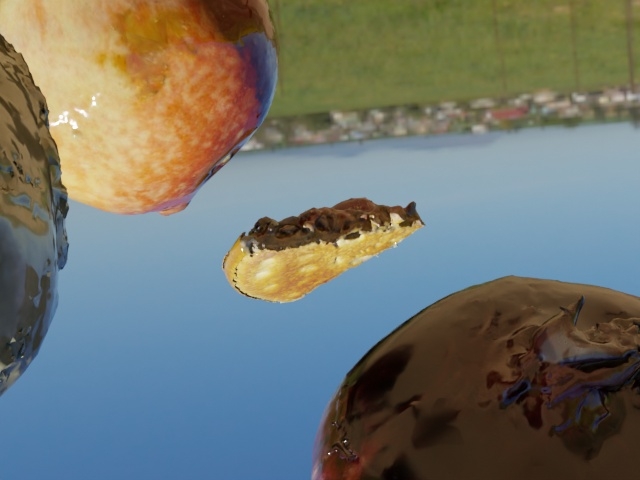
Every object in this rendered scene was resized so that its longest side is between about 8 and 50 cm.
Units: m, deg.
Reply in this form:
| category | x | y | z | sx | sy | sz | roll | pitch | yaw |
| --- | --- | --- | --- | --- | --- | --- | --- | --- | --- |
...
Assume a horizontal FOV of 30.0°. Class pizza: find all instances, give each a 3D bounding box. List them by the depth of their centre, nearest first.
| category | x | y | z | sx | sy | sz | roll | pitch | yaw |
| --- | --- | --- | --- | --- | --- | --- | --- | --- | --- |
| pizza | 0.000 | 0.000 | 1.129 | 0.193 | 0.053 | 0.201 | -17 | 163 | -5 |

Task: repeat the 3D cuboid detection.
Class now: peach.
| category | x | y | z | sx | sy | sz | roll | pitch | yaw |
| --- | --- | --- | --- | --- | --- | --- | --- | --- | --- |
| peach | -0.140 | -0.126 | 0.892 | 0.232 | 0.257 | 0.232 | -13 | -141 | 11 |

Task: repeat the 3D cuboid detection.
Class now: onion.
| category | x | y | z | sx | sy | sz | roll | pitch | yaw |
| --- | --- | --- | --- | --- | --- | --- | --- | --- | --- |
| onion | 0.143 | 0.144 | 0.738 | 0.313 | 0.232 | 0.314 | -3 | -134 | 3 |

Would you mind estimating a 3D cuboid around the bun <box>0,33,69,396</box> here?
| category | x | y | z | sx | sy | sz | roll | pitch | yaw |
| --- | --- | --- | --- | --- | --- | --- | --- | --- | --- |
| bun | -0.279 | -0.034 | 0.502 | 0.326 | 0.235 | 0.362 | 19 | -148 | 21 |
